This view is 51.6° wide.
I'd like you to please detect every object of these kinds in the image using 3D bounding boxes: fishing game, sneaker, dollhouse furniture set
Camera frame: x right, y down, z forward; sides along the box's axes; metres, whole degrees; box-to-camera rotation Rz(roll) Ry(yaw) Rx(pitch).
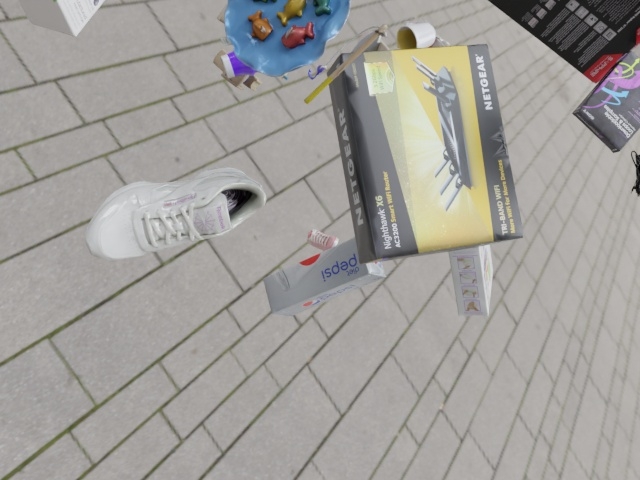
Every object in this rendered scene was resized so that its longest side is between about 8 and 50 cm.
[{"bbox_3d":[-0.050,-0.305,0.845,0.264,0.189,0.041,58,15,18],"label":"fishing game"},{"bbox_3d":[-0.232,-0.048,1.085,0.305,0.152,0.114,-24,114,-23],"label":"sneaker"},{"bbox_3d":[-0.191,-0.638,2.162,0.198,0.286,0.303,44,13,14],"label":"dollhouse furniture set"},{"bbox_3d":[0.000,0.000,1.917,0.070,0.134,0.051,30,82,-17],"label":"sneaker"}]

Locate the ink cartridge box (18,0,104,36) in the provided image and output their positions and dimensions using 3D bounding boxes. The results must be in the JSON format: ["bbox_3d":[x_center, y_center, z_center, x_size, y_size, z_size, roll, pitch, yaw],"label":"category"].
[{"bbox_3d":[-0.485,-0.574,1.290,0.115,0.198,0.272,19,65,13],"label":"ink cartridge box"}]

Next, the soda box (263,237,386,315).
[{"bbox_3d":[0.006,0.089,1.586,0.091,0.286,0.098,14,56,-57],"label":"soda box"}]

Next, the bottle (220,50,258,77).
[{"bbox_3d":[-0.146,-0.547,1.921,0.092,0.283,0.118,85,-16,-69],"label":"bottle"}]

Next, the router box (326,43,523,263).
[{"bbox_3d":[0.157,-0.133,1.005,0.243,0.081,0.308,-9,85,-16],"label":"router box"}]

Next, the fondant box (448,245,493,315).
[{"bbox_3d":[0.448,0.026,1.978,0.238,0.096,0.330,-64,143,-53],"label":"fondant box"}]

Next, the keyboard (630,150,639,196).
[{"bbox_3d":[0.686,-0.121,1.344,0.038,0.100,0.192,-56,147,-88],"label":"keyboard"}]

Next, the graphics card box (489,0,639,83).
[{"bbox_3d":[0.579,-0.563,1.519,0.371,0.233,0.094,33,46,-8],"label":"graphics card box"}]

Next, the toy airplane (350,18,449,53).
[{"bbox_3d":[0.176,-0.405,1.754,0.273,0.386,0.384,-2,92,-17],"label":"toy airplane"}]

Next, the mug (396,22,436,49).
[{"bbox_3d":[0.193,-0.413,1.337,0.064,0.062,0.078,-26,44,-25],"label":"mug"}]

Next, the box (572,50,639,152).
[{"bbox_3d":[0.580,-0.266,1.272,0.116,0.162,0.029,41,-2,-4],"label":"box"}]
